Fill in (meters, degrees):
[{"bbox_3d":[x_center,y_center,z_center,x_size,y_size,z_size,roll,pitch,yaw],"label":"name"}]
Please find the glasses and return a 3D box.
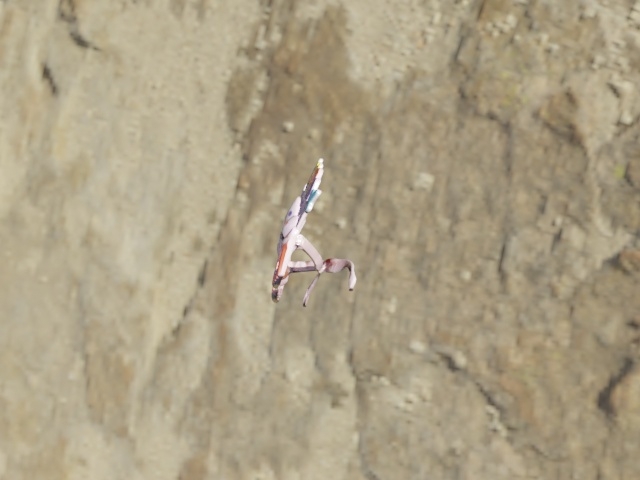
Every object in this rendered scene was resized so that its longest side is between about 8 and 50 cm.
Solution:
[{"bbox_3d":[-0.005,-0.007,1.712,0.255,0.095,0.162,125,154,-77],"label":"glasses"}]
